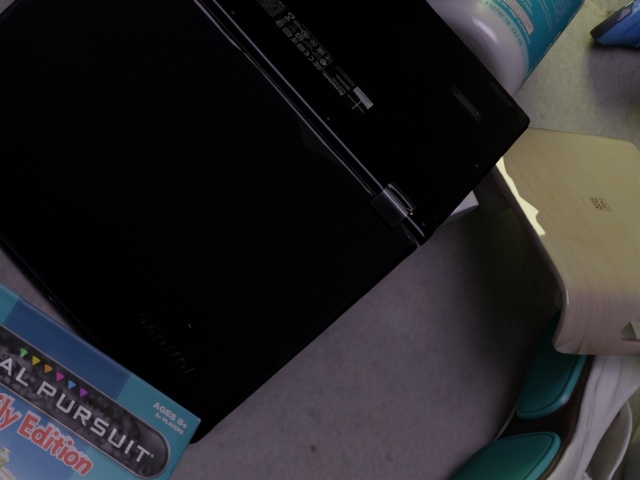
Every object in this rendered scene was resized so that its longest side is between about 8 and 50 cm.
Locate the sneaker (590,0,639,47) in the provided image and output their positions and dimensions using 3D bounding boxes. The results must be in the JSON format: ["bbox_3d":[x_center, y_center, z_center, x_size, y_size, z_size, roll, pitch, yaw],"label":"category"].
[{"bbox_3d":[0.412,-0.258,1.678,0.209,0.069,0.082,-23,86,-36],"label":"sneaker"}]

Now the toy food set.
[{"bbox_3d":[0.262,-0.004,1.416,0.220,0.092,0.306,5,42,-29],"label":"toy food set"}]

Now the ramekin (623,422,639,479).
[{"bbox_3d":[0.444,0.263,1.430,0.277,0.135,0.277,12,64,-26],"label":"ramekin"}]

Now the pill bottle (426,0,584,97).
[{"bbox_3d":[0.194,-0.256,1.497,0.146,0.146,0.264,45,55,-7],"label":"pill bottle"}]

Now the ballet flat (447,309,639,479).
[{"bbox_3d":[0.221,0.215,1.329,0.139,0.139,0.400,45,51,-7],"label":"ballet flat"}]

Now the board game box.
[{"bbox_3d":[-0.277,0.209,1.056,0.254,0.079,0.336,36,56,-13],"label":"board game box"}]

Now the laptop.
[{"bbox_3d":[-0.078,-0.110,1.270,0.382,0.236,0.408,48,41,-3],"label":"laptop"}]

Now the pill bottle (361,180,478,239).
[{"bbox_3d":[0.078,-0.103,1.385,0.108,0.108,0.193,-21,81,-36],"label":"pill bottle"}]
